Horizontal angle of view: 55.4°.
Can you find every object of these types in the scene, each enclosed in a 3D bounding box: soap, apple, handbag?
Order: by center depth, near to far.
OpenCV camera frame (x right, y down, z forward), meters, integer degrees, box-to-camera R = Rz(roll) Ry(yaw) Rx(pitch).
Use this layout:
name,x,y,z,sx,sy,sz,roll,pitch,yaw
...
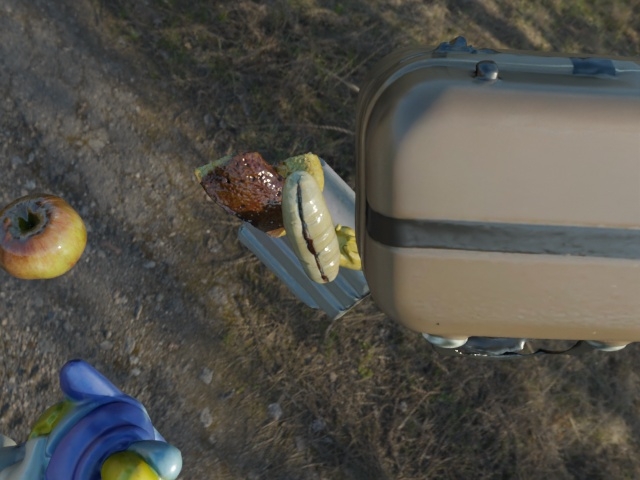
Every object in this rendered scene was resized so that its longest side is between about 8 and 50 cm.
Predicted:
name,x,y,z,sx,sy,sz,roll,pitch,yaw
handbag,0.172,-0.009,0.493,0.302,0.283,0.149,2,32,-5
apple,-0.386,-0.002,0.835,0.126,0.102,0.126,0,56,0
soap,0.000,0.000,1.789,0.435,0.350,0.213,46,54,7

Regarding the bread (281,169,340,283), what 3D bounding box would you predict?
name,x,y,z,sx,sy,sz,roll,pitch,yaw
bread,-0.010,-0.009,0.904,0.073,0.214,0.053,-34,46,-17

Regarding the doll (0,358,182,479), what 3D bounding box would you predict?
name,x,y,z,sx,sy,sz,roll,pitch,yaw
doll,-0.313,0.296,0.727,0.366,0.187,0.376,-36,47,2

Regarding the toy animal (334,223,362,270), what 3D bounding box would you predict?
name,x,y,z,sx,sy,sz,roll,pitch,yaw
toy animal,0.084,0.034,1.081,0.159,0.083,0.070,27,83,6

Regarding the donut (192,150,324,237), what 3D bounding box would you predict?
name,x,y,z,sx,sy,sz,roll,pitch,yaw
donut,-0.084,-0.093,1.144,0.295,0.112,0.151,-10,75,-53
